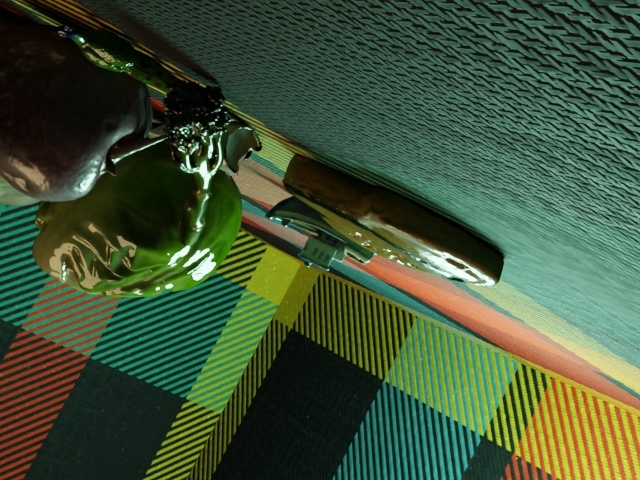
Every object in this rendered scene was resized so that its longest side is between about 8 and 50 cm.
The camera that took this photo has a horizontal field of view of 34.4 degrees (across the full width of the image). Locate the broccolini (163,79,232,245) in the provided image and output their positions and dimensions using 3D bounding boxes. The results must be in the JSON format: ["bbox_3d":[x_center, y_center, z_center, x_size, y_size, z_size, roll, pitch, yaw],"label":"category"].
[{"bbox_3d":[-0.171,-0.090,1.305,0.079,0.074,0.392,-7,161,-15],"label":"broccolini"}]

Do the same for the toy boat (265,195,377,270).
[{"bbox_3d":[0.000,0.000,1.836,0.215,0.102,0.088,28,174,1],"label":"toy boat"}]

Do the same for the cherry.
[{"bbox_3d":[-0.319,-0.157,1.272,0.266,0.213,0.183,36,144,9],"label":"cherry"}]

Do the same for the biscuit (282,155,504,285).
[{"bbox_3d":[0.077,-0.020,1.375,0.287,0.057,0.344,29,175,-21],"label":"biscuit"}]

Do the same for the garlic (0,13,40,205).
[{"bbox_3d":[-0.459,-0.192,1.527,0.322,0.322,0.241,31,-149,-39],"label":"garlic"}]

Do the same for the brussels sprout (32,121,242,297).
[{"bbox_3d":[-0.321,-0.045,1.755,0.289,0.355,0.281,45,-167,-52],"label":"brussels sprout"}]

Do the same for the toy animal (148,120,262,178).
[{"bbox_3d":[-0.147,-0.134,1.339,0.124,0.071,0.085,25,176,37],"label":"toy animal"}]

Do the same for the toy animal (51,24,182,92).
[{"bbox_3d":[-0.217,-0.202,1.196,0.217,0.041,0.075,26,177,-39],"label":"toy animal"}]
